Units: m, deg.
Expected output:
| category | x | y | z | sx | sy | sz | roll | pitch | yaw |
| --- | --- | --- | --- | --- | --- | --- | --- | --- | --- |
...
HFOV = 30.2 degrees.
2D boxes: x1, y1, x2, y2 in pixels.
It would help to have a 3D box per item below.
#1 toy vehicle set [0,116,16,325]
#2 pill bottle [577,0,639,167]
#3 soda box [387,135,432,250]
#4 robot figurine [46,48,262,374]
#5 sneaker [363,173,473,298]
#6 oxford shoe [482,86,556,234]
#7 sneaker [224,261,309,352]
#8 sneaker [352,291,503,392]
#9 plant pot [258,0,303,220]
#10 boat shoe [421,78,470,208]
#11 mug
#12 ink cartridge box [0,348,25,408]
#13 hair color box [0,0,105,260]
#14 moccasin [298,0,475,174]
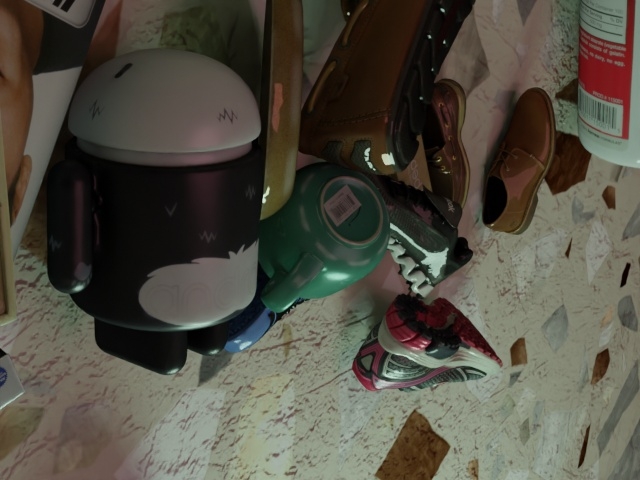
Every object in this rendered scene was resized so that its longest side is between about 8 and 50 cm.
| category | x | y | z | sx | sy | sz | roll | pitch | yaw |
| --- | --- | --- | --- | --- | --- | --- | --- | --- | --- |
| toy vehicle set | -0.280 | -0.047 | 0.755 | 0.166 | 0.035 | 0.267 | -22 | 121 | -47 |
| pill bottle | 0.496 | -0.330 | 1.742 | 0.229 | 0.229 | 0.408 | -36 | 131 | -41 |
| soda box | 0.093 | -0.071 | 1.443 | 0.061 | 0.058 | 0.181 | -46 | 138 | -34 |
| robot figurine | -0.140 | -0.028 | 1.043 | 0.209 | 0.173 | 0.278 | -101 | -166 | -70 |
| sneaker | 0.105 | -0.032 | 1.377 | 0.106 | 0.078 | 0.234 | -29 | 129 | 12 |
| oxford shoe | 0.276 | -0.113 | 1.671 | 0.076 | 0.076 | 0.212 | 5 | 99 | -42 |
| sneaker | -0.032 | 0.042 | 1.296 | 0.232 | 0.081 | 0.090 | -55 | 134 | -27 |
| sneaker | 0.140 | 0.144 | 1.570 | 0.112 | 0.121 | 0.299 | -48 | 150 | 15 |
| plant pot | -0.038 | -0.136 | 1.124 | 0.236 | 0.032 | 0.236 | -178 | -90 | -85 |
| boat shoe | 0.147 | -0.113 | 1.501 | 0.060 | 0.064 | 0.178 | -21 | 114 | -43 |
| mug | 0.007 | -0.003 | 1.210 | 0.129 | 0.097 | 0.158 | 10 | 66 | -30 |
| ink cartridge box | -0.333 | 0.136 | 0.873 | 0.207 | 0.097 | 0.046 | -36 | 132 | -28 |
| hair color box | -0.276 | -0.140 | 0.852 | 0.185 | 0.113 | 0.374 | 22 | 86 | -55 |
| moccasin | 0.074 | -0.238 | 1.246 | 0.139 | 0.147 | 0.380 | 59 | 46 | -60 |
